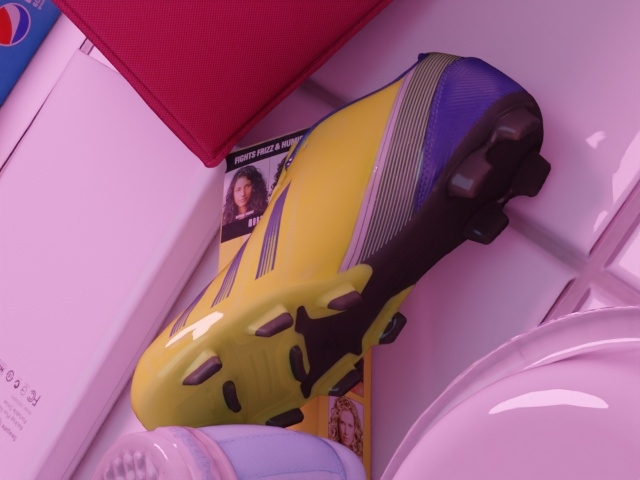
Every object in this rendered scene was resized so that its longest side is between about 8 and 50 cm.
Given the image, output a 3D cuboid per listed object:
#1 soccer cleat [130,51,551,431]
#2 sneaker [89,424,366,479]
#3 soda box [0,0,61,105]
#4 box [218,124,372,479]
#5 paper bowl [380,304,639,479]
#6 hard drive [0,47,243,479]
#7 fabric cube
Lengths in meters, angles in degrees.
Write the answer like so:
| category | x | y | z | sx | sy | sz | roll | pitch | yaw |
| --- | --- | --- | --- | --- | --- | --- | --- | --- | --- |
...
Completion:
| category | x | y | z | sx | sy | sz | roll | pitch | yaw |
| --- | --- | --- | --- | --- | --- | --- | --- | --- | --- |
| soccer cleat | 0.001 | 0.000 | 0.880 | 0.289 | 0.093 | 0.121 | -41 | 51 | -18 |
| sneaker | -0.077 | 0.240 | 0.862 | 0.366 | 0.150 | 0.135 | -60 | 44 | 37 |
| soda box | -0.237 | -0.213 | 1.243 | 0.067 | 0.071 | 0.210 | 36 | 95 | 43 |
| box | -0.017 | 0.051 | 0.943 | 0.087 | 0.058 | 0.232 | -14 | 62 | 34 |
| paper bowl | 0.130 | 0.166 | 0.707 | 0.284 | 0.148 | 0.284 | -17 | 61 | 33 |
| hard drive | -0.187 | 0.035 | 1.106 | 0.203 | 0.040 | 0.307 | 33 | 92 | 44 |
| fabric cube | -0.096 | -0.253 | 0.978 | 0.254 | 0.258 | 0.259 | -42 | 45 | 0 |
